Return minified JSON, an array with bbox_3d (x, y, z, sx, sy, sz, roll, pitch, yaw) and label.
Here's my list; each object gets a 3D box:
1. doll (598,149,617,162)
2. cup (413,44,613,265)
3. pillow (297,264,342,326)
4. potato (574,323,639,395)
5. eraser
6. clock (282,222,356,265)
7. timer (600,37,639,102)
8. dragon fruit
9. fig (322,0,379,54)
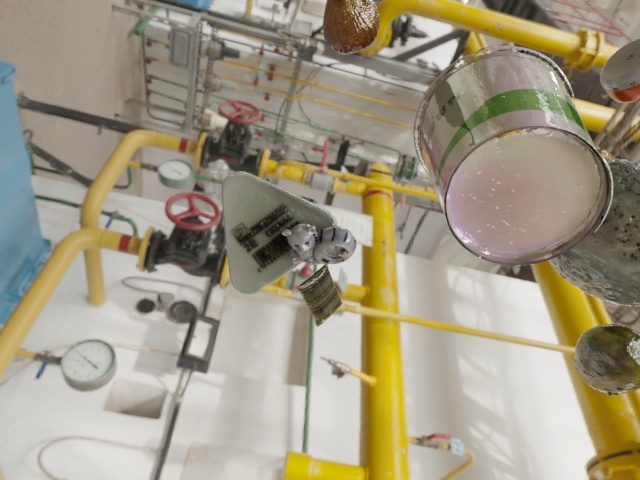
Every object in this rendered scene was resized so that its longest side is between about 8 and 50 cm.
[{"bbox_3d":[0.602,-0.090,1.188,0.269,0.167,0.162,-42,158,20],"label":"doll"},{"bbox_3d":[0.258,-0.117,0.705,0.274,0.253,0.253,-74,-179,-58],"label":"cup"},{"bbox_3d":[0.004,0.164,1.476,0.113,0.038,0.203,-40,138,-16],"label":"pillow"},{"bbox_3d":[0.622,0.257,1.077,0.113,0.149,0.251,-55,151,-14],"label":"potato"},{"bbox_3d":[-0.148,0.000,1.389,0.150,0.331,0.332,-97,-159,-81],"label":"eraser"},{"bbox_3d":[0.000,0.001,1.249,0.117,0.176,0.080,75,13,-54],"label":"clock"},{"bbox_3d":[0.642,-0.334,1.013,0.136,0.136,0.099,116,-23,-63],"label":"timer"},{"bbox_3d":[0.579,0.007,0.993,0.221,0.203,0.283,-108,-163,-53],"label":"dragon fruit"},{"bbox_3d":[0.040,-0.424,0.961,0.119,0.152,0.119,-21,-118,46],"label":"fig"}]
